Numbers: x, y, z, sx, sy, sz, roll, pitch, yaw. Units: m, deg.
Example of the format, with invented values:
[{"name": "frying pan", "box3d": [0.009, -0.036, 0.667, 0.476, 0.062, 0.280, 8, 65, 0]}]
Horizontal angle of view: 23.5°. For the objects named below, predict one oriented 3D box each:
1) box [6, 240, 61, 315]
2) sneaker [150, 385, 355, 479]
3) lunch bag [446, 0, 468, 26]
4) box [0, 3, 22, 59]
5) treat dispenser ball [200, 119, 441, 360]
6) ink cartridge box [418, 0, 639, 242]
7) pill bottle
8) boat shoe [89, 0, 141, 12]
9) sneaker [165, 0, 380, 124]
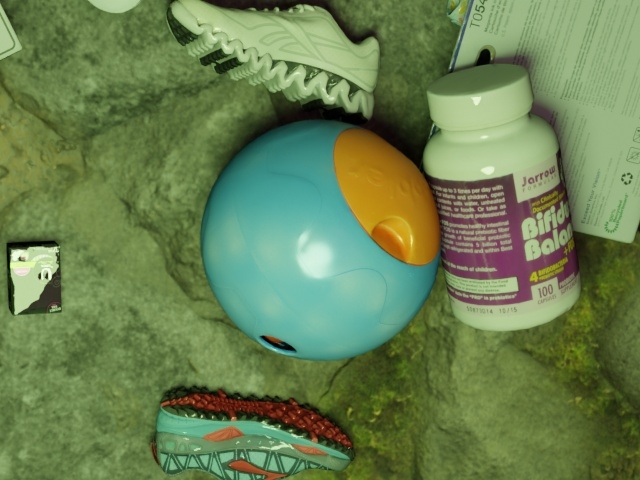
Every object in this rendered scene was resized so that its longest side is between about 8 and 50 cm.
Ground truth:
[{"name": "box", "box3d": [-0.346, 0.045, 1.861, 0.062, 0.052, 0.083, -2, 98, -15]}, {"name": "sneaker", "box3d": [-0.088, 0.265, 1.956, 0.262, 0.104, 0.125, 13, 110, -13]}, {"name": "lunch bag", "box3d": [0.204, -0.306, 1.984, 0.071, 0.053, 0.083, 27, 79, -20]}, {"name": "box", "box3d": [-0.508, -0.235, 1.749, 0.290, 0.087, 0.169, -27, 113, -12]}, {"name": "treat dispenser ball", "box3d": [0.000, 0.000, 1.836, 0.288, 0.288, 0.288, -2, 97, -16]}, {"name": "ink cartridge box", "box3d": [0.302, -0.186, 1.998, 0.330, 0.071, 0.324, 13, 102, -17]}, {"name": "pill bottle", "box3d": [0.218, -0.055, 1.887, 0.169, 0.169, 0.301, -18, 112, -14]}, {"name": "boat shoe", "box3d": [-0.299, -0.406, 1.796, 0.108, 0.102, 0.301, -33, 111, 12]}, {"name": "sneaker", "box3d": [-0.054, -0.243, 1.895, 0.292, 0.110, 0.118, 22, 82, -26]}]
